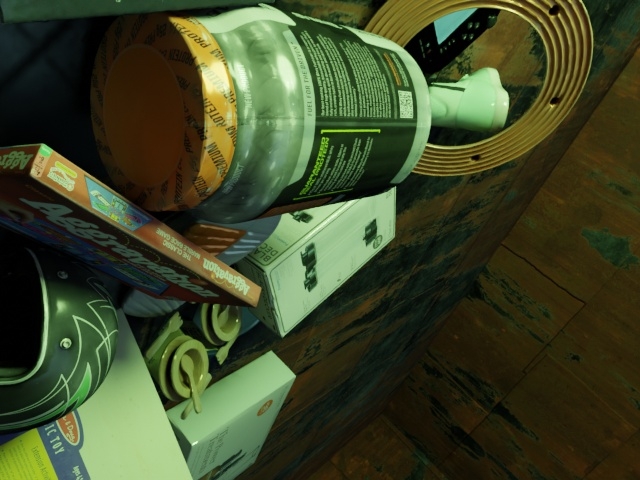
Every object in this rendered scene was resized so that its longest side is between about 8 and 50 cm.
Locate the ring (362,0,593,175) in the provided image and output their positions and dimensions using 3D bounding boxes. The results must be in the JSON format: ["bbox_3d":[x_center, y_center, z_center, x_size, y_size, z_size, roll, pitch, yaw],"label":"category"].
[{"bbox_3d":[0.203,-0.226,0.719,0.336,0.032,0.337,0,138,0],"label":"ring"}]

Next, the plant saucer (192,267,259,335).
[{"bbox_3d":[-0.132,0.114,0.879,0.195,0.037,0.195,-39,154,-22],"label":"plant saucer"}]

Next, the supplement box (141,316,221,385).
[{"bbox_3d":[-0.214,0.175,0.772,0.083,0.083,0.056,-52,155,7],"label":"supplement box"}]

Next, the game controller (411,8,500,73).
[{"bbox_3d":[0.177,-0.357,0.679,0.166,0.067,0.319,-50,155,1],"label":"game controller"}]

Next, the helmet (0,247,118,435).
[{"bbox_3d":[-0.271,0.092,0.467,0.161,0.169,0.169,-20,145,-23],"label":"helmet"}]

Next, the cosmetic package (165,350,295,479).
[{"bbox_3d":[-0.232,0.451,1.133,0.284,0.097,0.377,-25,146,-47],"label":"cosmetic package"}]

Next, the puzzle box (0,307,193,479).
[{"bbox_3d":[-0.278,0.313,0.566,0.272,0.409,0.052,-24,-173,-41],"label":"puzzle box"}]

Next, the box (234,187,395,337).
[{"bbox_3d":[0.000,0.000,0.826,0.290,0.087,0.169,-40,144,-26],"label":"box"}]

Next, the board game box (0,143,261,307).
[{"bbox_3d":[-0.185,0.004,0.461,0.281,0.145,0.027,45,50,-55],"label":"board game box"}]

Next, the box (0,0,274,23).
[{"bbox_3d":[-0.121,-0.234,0.308,0.207,0.108,0.153,-27,147,-41],"label":"box"}]

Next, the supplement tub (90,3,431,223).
[{"bbox_3d":[-0.040,-0.123,0.502,0.316,0.193,0.194,-16,139,-51],"label":"supplement tub"}]

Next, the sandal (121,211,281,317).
[{"bbox_3d":[-0.166,0.004,0.634,0.265,0.076,0.102,-36,146,23],"label":"sandal"}]

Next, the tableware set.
[{"bbox_3d":[-0.156,0.141,0.714,0.194,0.039,0.128,-61,140,-51],"label":"tableware set"}]

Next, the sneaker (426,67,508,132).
[{"bbox_3d":[0.234,-0.261,0.902,0.256,0.151,0.094,-72,169,-64],"label":"sneaker"}]
